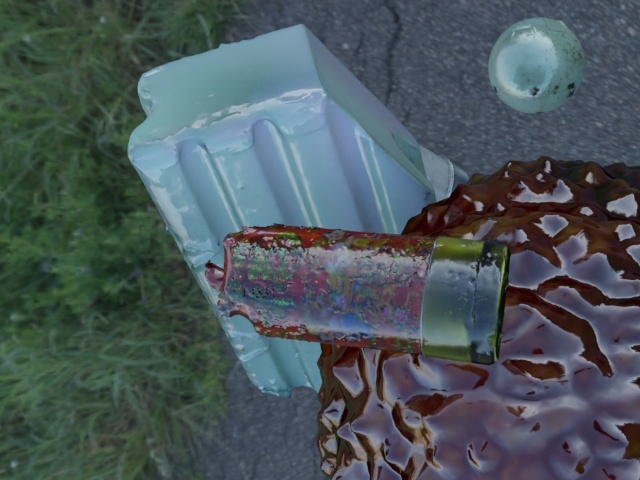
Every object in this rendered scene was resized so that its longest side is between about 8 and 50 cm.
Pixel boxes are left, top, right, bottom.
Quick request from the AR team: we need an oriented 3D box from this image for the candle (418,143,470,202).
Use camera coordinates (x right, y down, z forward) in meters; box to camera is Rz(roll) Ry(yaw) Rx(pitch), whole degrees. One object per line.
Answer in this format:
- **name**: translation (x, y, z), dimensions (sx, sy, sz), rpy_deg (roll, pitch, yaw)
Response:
- **candle**: translation (0.104, -0.112, 1.558), dimensions (0.187, 0.330, 0.187), rpy_deg (-48, 27, 35)

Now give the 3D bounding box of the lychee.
- **lychee**: translation (0.214, 0.132, 0.694), dimensions (0.500, 0.424, 0.424), rpy_deg (-33, 74, 46)

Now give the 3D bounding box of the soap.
- **soap**: translation (0.000, 0.000, 0.944), dimensions (0.261, 0.446, 0.156), rpy_deg (-16, 41, 6)

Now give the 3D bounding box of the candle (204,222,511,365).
- **candle**: translation (0.011, 0.019, 0.361), dimensions (0.131, 0.052, 0.052), rpy_deg (6, 94, 16)

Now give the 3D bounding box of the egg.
- **egg**: translation (0.296, -0.241, 1.181), dimensions (0.131, 0.164, 0.131), rpy_deg (5, 109, 16)
